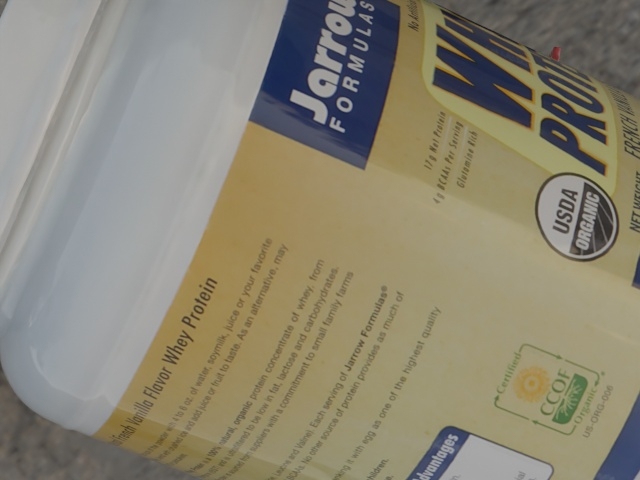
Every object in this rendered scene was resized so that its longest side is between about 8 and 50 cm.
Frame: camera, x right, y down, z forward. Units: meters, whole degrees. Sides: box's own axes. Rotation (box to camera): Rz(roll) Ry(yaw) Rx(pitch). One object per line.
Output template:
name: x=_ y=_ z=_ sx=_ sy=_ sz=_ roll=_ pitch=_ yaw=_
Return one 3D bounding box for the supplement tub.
supplement tub: x=0.000 y=0.000 z=0.622 sx=0.316 sy=0.228 sz=0.228 roll=23 pitch=124 yaw=-13

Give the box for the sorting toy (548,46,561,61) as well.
sorting toy: x=0.261 y=-0.087 z=1.640 sx=0.046 sy=0.132 sz=0.274 roll=9 pitch=80 yaw=1
